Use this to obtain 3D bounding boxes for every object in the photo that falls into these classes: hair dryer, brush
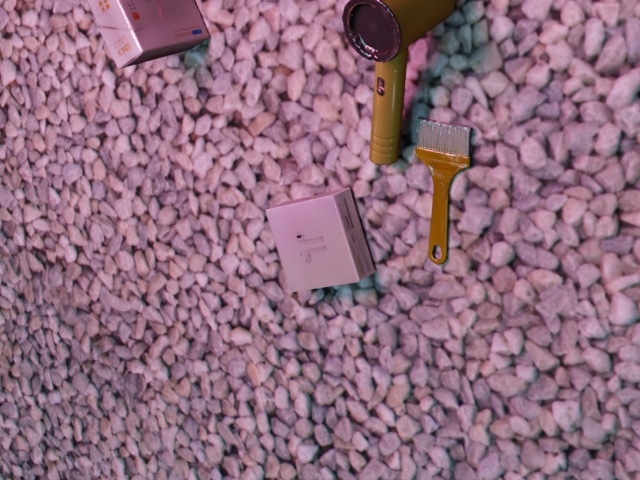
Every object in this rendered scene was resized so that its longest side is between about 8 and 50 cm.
[{"bbox_3d":[0.098,-0.220,1.465,0.090,0.135,0.278,28,139,25],"label":"hair dryer"},{"bbox_3d":[0.163,-0.062,1.530,0.083,0.011,0.205,14,115,32],"label":"brush"}]

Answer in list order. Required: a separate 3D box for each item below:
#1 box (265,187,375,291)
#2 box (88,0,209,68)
[{"bbox_3d":[0.000,0.000,1.647,0.129,0.051,0.130,-11,100,39],"label":"box"},{"bbox_3d":[-0.272,-0.379,1.646,0.067,0.149,0.233,-22,93,43],"label":"box"}]
